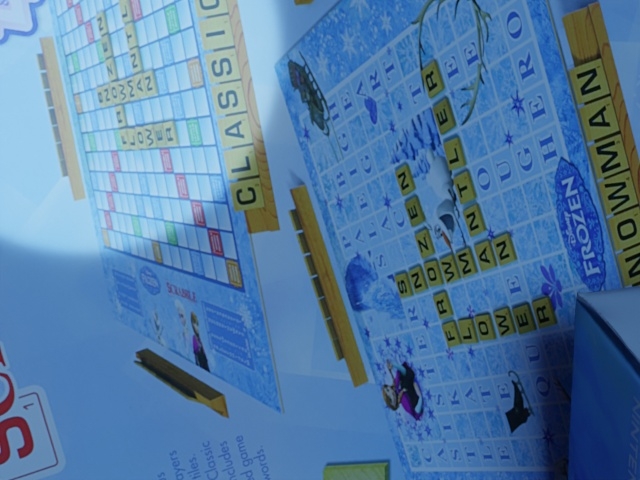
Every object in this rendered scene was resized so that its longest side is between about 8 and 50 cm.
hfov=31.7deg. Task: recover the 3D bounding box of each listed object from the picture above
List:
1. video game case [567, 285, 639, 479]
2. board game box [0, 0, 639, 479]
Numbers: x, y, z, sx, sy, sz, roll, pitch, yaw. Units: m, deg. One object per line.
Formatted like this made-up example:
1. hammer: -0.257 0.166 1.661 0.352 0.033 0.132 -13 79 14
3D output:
1. video game case: 0.203 0.128 0.377 0.244 0.061 0.270 -8 116 -9
2. board game box: 0.000 0.000 0.383 0.317 0.066 0.319 -16 99 -17
